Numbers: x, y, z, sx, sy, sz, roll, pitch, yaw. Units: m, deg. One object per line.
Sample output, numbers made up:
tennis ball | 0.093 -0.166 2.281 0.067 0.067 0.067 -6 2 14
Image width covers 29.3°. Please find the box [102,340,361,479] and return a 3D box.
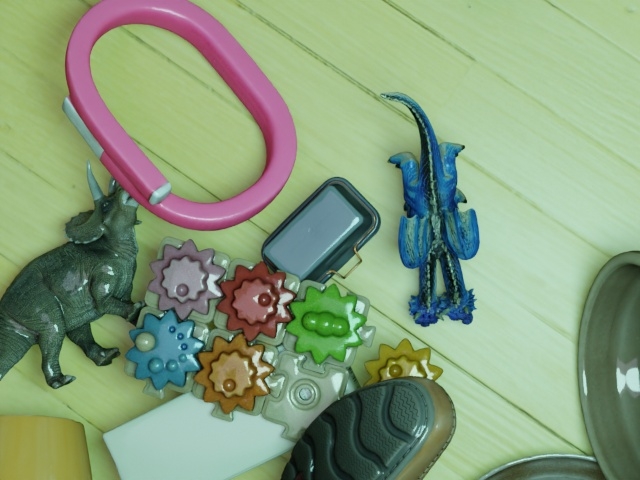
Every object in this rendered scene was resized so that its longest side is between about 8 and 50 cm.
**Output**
box | -0.091 0.201 1.365 0.275 0.094 0.113 -25 86 5

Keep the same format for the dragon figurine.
dragon figurine | 0.121 -0.024 1.295 0.085 0.289 0.144 -7 51 3

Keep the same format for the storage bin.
storage bin | 0.000 0.000 1.360 0.135 0.091 0.098 -44 86 4

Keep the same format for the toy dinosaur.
toy dinosaur | -0.285 0.066 1.392 0.313 0.121 0.160 -42 74 8

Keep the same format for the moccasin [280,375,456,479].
moccasin | 0.038 0.278 1.266 0.147 0.139 0.380 9 126 -27

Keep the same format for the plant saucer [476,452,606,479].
plant saucer | 0.265 0.386 1.350 0.311 0.050 0.310 0 90 5

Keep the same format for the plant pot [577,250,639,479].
plant pot | 0.420 0.140 1.258 0.229 0.263 0.263 0 89 -12

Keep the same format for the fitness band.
fitness band | -0.155 -0.147 1.348 0.209 0.054 0.291 -36 84 -27

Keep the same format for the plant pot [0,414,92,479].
plant pot | -0.329 0.293 1.348 0.205 0.205 0.188 -1 73 6

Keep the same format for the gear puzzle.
gear puzzle | -0.038 0.120 1.291 0.339 0.044 0.175 17 89 6
